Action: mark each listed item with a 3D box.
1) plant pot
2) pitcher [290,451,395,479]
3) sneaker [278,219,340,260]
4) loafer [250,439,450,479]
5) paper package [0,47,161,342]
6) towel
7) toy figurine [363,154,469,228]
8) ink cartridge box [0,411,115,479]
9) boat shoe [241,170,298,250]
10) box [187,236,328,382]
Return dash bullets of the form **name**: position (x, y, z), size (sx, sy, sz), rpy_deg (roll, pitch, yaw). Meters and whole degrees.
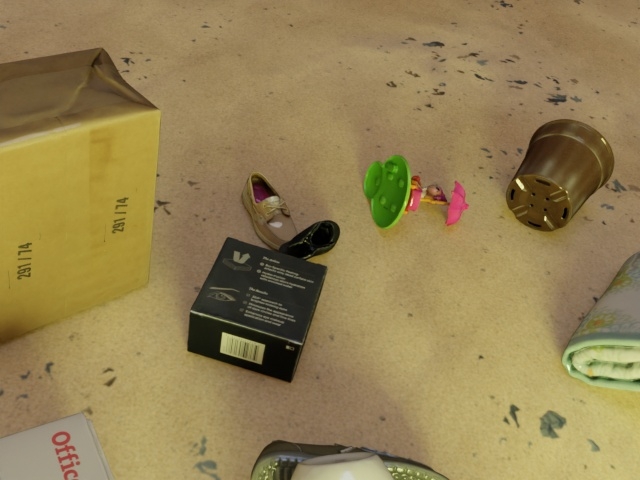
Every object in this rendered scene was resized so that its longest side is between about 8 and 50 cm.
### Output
- **plant pot**: position (0.435, -0.112, 1.329), size (0.167, 0.167, 0.165), rpy_deg (30, 53, 18)
- **pitcher**: position (0.003, 0.328, 0.719), size (0.177, 0.125, 0.207), rpy_deg (-7, 80, 4)
- **sneaker**: position (-0.001, -0.002, 1.122), size (0.170, 0.089, 0.051), rpy_deg (-28, 91, -47)
- **loafer**: position (0.040, 0.276, 0.840), size (0.251, 0.094, 0.087), rpy_deg (17, 9, -13)
- **paper package**: position (-0.377, -0.050, 0.924), size (0.309, 0.325, 0.168), rpy_deg (-23, 53, -34)
- **towel**: position (0.588, 0.112, 1.044), size (0.374, 0.090, 0.320), rpy_deg (-2, 23, 44)
- **toy figurine**: position (0.181, -0.079, 1.279), size (0.159, 0.130, 0.173), rpy_deg (10, 15, -23)
- **ink cartridge box**: position (-0.334, 0.316, 0.652), size (0.306, 0.131, 0.226), rpy_deg (-12, 34, -27)
- **boat shoe**: position (-0.085, -0.052, 1.195), size (0.063, 0.059, 0.170), rpy_deg (-15, 49, -28)
- **box**: position (-0.087, 0.095, 1.009), size (0.155, 0.093, 0.158), rpy_deg (17, 43, 3)
